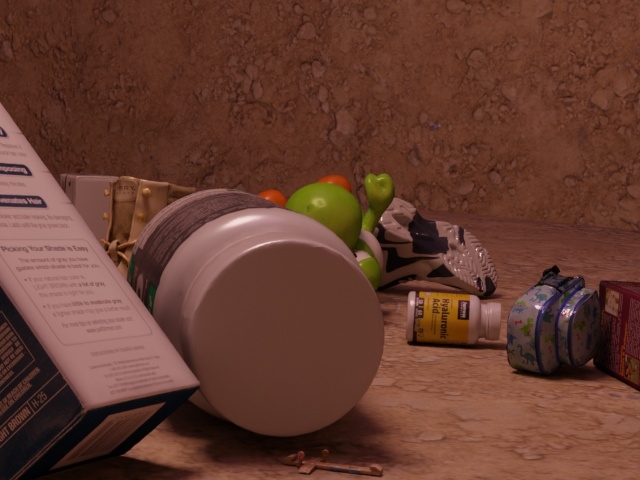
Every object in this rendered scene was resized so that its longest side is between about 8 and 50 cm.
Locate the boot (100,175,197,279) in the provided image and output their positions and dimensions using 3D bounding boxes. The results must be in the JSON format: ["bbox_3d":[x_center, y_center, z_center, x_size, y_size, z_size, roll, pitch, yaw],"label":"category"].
[{"bbox_3d":[-0.232,0.030,1.571,0.095,0.203,0.262,7,6,39],"label":"boot"}]

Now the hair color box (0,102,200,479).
[{"bbox_3d":[-0.265,0.018,1.130,0.105,0.347,0.174,-42,-16,18],"label":"hair color box"}]

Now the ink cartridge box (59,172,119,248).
[{"bbox_3d":[-0.293,-0.034,1.777,0.056,0.099,0.135,0,3,-19],"label":"ink cartridge box"}]

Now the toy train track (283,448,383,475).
[{"bbox_3d":[0.010,0.182,1.164,0.083,0.014,0.048,5,7,15],"label":"toy train track"}]

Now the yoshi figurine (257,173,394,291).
[{"bbox_3d":[0.001,-0.027,2.008,0.203,0.203,0.362,27,8,-17],"label":"yoshi figurine"}]

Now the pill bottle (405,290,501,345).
[{"bbox_3d":[0.166,0.098,1.766,0.116,0.065,0.065,3,6,4],"label":"pill bottle"}]

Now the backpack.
[{"bbox_3d":[0.268,0.099,1.614,0.084,0.105,0.114,11,27,39],"label":"backpack"}]

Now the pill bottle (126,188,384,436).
[{"bbox_3d":[-0.069,0.062,1.357,0.204,0.204,0.361,1,6,-14],"label":"pill bottle"}]

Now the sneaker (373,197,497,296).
[{"bbox_3d":[0.150,0.035,2.209,0.235,0.094,0.153,25,-33,-20],"label":"sneaker"}]

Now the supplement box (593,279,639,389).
[{"bbox_3d":[0.378,0.109,1.581,0.081,0.104,0.188,2,6,-10],"label":"supplement box"}]
